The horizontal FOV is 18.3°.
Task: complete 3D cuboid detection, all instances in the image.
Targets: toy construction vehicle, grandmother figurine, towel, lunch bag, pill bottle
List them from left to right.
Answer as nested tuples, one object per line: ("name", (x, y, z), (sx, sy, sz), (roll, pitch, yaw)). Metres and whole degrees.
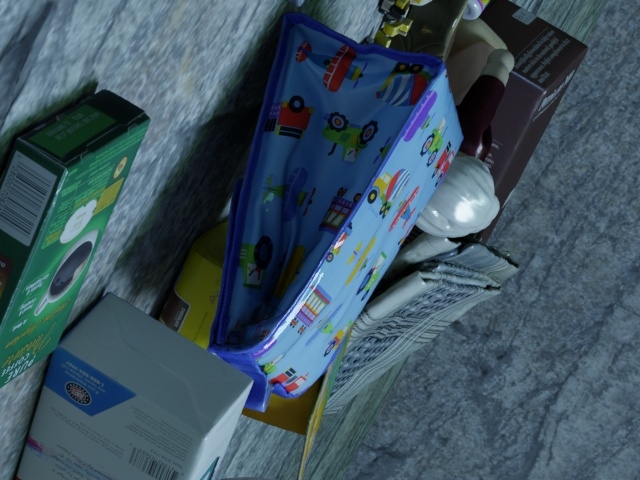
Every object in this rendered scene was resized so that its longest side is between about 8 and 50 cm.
("lunch bag", (0.000, 0.000, 1.587), (0.221, 0.138, 0.293), (56, 53, -75))
("towel", (0.069, 0.105, 2.240), (0.324, 0.056, 0.312), (-39, 161, 13))
("toy construction vehicle", (0.072, -0.202, 1.848), (0.098, 0.035, 0.086), (-48, 166, -49))
("grandmother figurine", (0.136, -0.101, 2.044), (0.342, 0.104, 0.208), (-78, -179, -63))
("pill bottle", (0.169, -0.276, 2.100), (0.083, 0.043, 0.043), (-56, 170, -22))

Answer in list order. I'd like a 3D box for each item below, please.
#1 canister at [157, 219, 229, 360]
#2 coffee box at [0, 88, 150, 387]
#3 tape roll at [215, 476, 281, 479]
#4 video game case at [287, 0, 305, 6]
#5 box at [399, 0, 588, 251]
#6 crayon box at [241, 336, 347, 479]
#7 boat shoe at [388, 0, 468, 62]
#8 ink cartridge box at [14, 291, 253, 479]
("canister", (-0.100, 0.076, 1.709), (0.170, 0.073, 0.126), (-64, 170, 21))
("coffee box", (-0.172, 0.006, 1.200), (0.184, 0.040, 0.113), (-65, 169, 28))
("tape roll", (-0.055, 0.441, 2.117), (0.392, 0.392, 0.072), (-64, 170, 27))
("video game case", (0.026, -0.294, 1.355), (0.196, 0.026, 0.274), (-57, 171, -14))
("box", (0.165, -0.086, 2.403), (0.191, 0.143, 0.381), (-44, 160, -58))
("crayon box", (-0.002, 0.051, 1.915), (0.203, 0.083, 0.323), (100, 9, -65))
("boat shoe", (0.099, -0.190, 1.943), (0.178, 0.064, 0.060), (-62, 169, 0))
("ink cartridge box", (-0.152, 0.166, 1.525), (0.078, 0.134, 0.231), (-50, 168, -45))
